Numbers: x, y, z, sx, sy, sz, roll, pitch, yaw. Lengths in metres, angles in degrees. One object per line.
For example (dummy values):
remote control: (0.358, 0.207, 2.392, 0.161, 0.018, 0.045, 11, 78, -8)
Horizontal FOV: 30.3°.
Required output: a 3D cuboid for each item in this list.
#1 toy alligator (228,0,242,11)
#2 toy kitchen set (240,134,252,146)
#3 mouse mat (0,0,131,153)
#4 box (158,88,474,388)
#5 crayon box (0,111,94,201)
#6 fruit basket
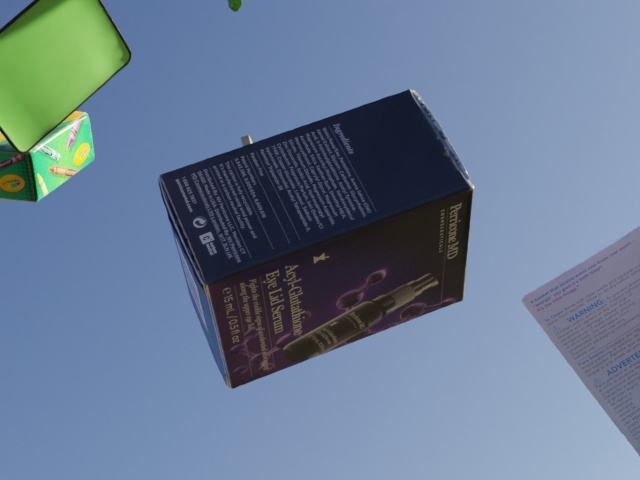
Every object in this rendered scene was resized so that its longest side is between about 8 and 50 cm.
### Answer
toy alligator: (-0.110, -0.351, 1.376, 0.051, 0.189, 0.056, -4, -18, 23)
toy kitchen set: (-0.154, -0.134, 2.147, 0.083, 0.075, 0.068, -16, -21, 3)
mouse mat: (-0.316, -0.207, 1.377, 0.189, 0.007, 0.152, -46, -40, -17)
box: (0.000, 0.000, 0.888, 0.207, 0.108, 0.153, -20, -34, -9)
crayon box: (-0.495, -0.133, 1.730, 0.165, 0.278, 0.081, -53, -36, -58)
fruit basket: (0.400, 0.085, 1.049, 0.327, 0.353, 0.165, -32, -52, 0)
